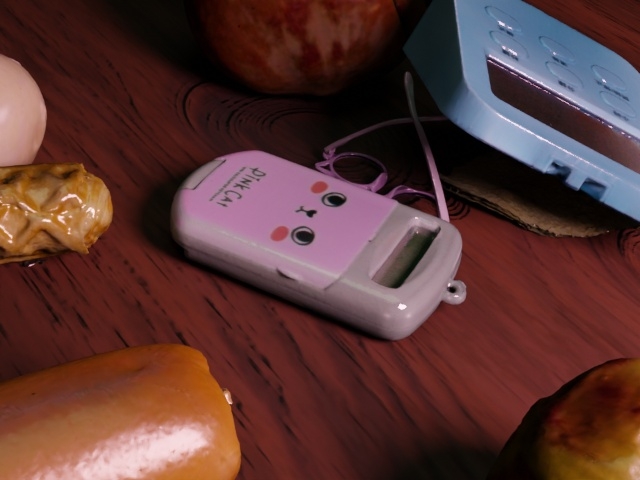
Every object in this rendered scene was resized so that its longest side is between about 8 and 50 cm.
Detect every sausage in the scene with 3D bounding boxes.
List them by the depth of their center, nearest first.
[{"bbox_3d":[-0.197,0.141,0.602,0.328,0.112,0.112,-17,43,-28],"label":"sausage"}]

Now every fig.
[{"bbox_3d":[0.180,0.152,0.641,0.166,0.144,0.154,31,71,-5],"label":"fig"}]

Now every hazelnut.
[{"bbox_3d":[-0.015,-0.242,1.112,0.234,0.218,0.218,-13,37,2],"label":"hazelnut"}]

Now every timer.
[{"bbox_3d":[0.201,-0.121,0.977,0.232,0.091,0.250,25,24,-18],"label":"timer"}]

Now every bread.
[{"bbox_3d":[-0.331,-0.009,0.797,0.367,0.077,0.084,-7,40,-21],"label":"bread"}]

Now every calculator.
[{"bbox_3d":[0.000,0.000,0.889,0.246,0.045,0.141,22,38,16],"label":"calculator"}]

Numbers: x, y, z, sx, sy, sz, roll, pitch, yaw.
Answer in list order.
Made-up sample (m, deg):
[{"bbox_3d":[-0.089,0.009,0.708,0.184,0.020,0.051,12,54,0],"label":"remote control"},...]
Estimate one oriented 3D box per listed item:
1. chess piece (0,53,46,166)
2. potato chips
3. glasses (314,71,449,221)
[{"bbox_3d":[-0.367,-0.127,0.894,0.300,0.167,0.167,17,36,4],"label":"chess piece"},{"bbox_3d":[0.207,-0.047,1.020,0.209,0.026,0.142,-1,40,-10],"label":"potato chips"},{"bbox_3d":[0.066,-0.081,0.964,0.140,0.104,0.062,37,42,28],"label":"glasses"}]
